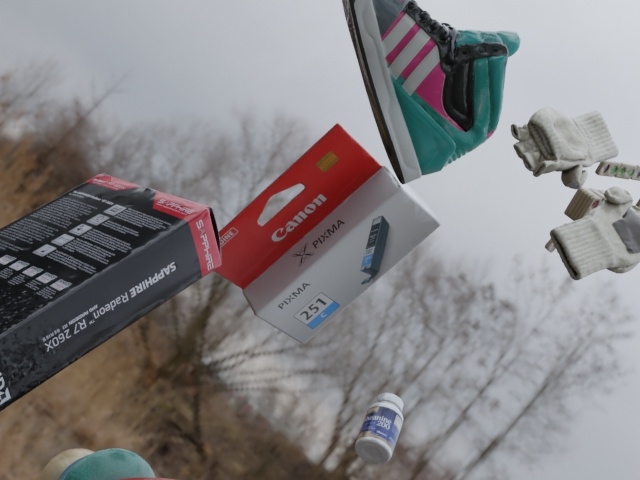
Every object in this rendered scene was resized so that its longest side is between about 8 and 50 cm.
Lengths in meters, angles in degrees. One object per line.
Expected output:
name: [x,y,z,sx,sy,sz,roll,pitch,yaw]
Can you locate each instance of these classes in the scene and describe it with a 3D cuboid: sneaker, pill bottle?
sneaker: [0.132,-0.228,1.362,0.124,0.178,0.295,-112,-175,-79]
pill bottle: [0.108,0.329,2.108,0.067,0.120,0.067,12,-46,13]

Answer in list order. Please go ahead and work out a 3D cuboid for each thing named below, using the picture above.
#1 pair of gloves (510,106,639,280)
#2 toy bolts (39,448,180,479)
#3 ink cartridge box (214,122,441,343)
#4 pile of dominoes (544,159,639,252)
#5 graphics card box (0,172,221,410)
pair of gloves: [0.356,-0.071,1.576,0.042,0.204,0.240,-36,-113,46]
toy bolts: [-0.193,0.265,0.891,0.218,0.228,0.158,9,1,-35]
ink cartridge box: [0.000,0.000,1.792,0.261,0.296,0.066,37,14,-48]
pile of dominoes: [0.533,-0.048,2.184,0.251,0.196,0.040,3,32,-46]
graphics card box: [-0.331,0.052,1.465,0.233,0.371,0.094,17,-51,39]
